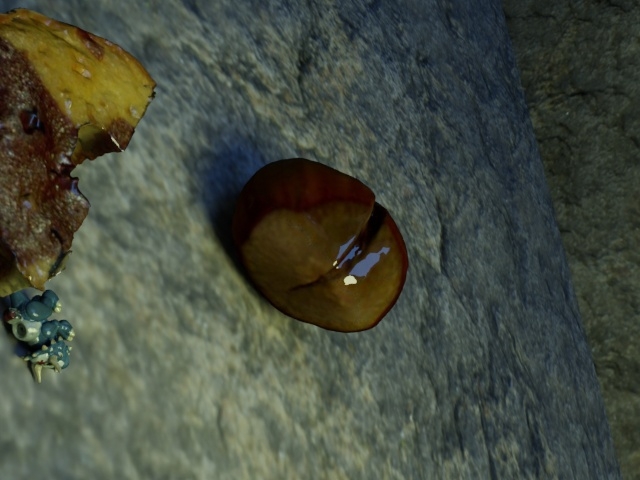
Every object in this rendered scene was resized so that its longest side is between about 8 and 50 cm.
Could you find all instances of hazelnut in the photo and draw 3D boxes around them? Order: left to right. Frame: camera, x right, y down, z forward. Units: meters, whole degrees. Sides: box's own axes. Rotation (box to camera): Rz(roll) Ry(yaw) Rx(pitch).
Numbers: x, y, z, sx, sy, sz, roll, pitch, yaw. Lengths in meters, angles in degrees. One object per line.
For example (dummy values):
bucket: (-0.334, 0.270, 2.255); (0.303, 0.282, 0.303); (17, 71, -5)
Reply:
hazelnut: (0.003, -0.002, 1.063); (0.212, 0.181, 0.181); (46, 52, -15)

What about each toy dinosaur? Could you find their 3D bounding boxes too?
toy dinosaur: (-0.228, 0.070, 0.756); (0.083, 0.031, 0.047); (65, 26, -1)

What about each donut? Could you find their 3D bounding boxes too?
donut: (-0.249, -0.082, 0.750); (0.151, 0.112, 0.295); (47, 29, -26)
